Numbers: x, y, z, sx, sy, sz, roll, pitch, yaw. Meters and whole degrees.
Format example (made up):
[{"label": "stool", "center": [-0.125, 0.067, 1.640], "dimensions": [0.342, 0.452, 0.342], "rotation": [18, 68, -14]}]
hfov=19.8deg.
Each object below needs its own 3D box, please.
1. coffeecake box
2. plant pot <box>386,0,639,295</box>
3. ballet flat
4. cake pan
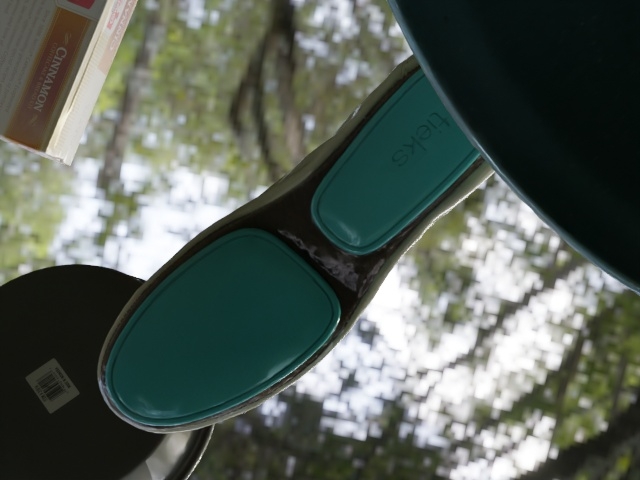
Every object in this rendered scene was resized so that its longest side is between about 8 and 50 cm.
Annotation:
[{"label": "coffeecake box", "center": [-0.216, -0.147, 1.120], "dimensions": [0.185, 0.142, 0.068], "rotation": [22, 178, 7]}, {"label": "plant pot", "center": [0.177, -0.132, 0.663], "dimensions": [0.196, 0.293, 0.293], "rotation": [-37, -133, -25]}, {"label": "ballet flat", "center": [0.000, 0.000, 0.871], "dimensions": [0.086, 0.248, 0.086], "rotation": [48, -168, -14]}, {"label": "cake pan", "center": [-0.244, 0.145, 1.740], "dimensions": [0.293, 0.054, 0.293], "rotation": [-5, -121, 8]}]
